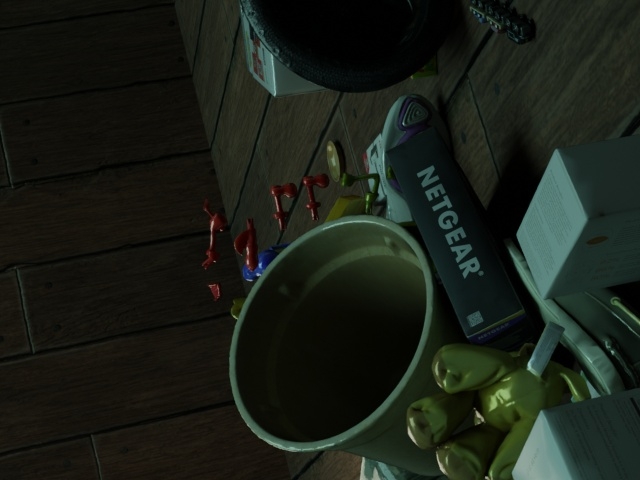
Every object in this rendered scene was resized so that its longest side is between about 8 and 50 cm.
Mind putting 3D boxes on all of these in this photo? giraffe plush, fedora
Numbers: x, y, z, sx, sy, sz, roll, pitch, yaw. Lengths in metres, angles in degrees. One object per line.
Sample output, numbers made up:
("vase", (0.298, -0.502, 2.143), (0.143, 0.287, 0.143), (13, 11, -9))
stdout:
("giraffe plush", (0.214, 0.180, 1.476), (0.181, 0.210, 0.170), (44, -174, 9))
("fedora", (0.031, -0.354, 1.869), (0.152, 0.334, 0.334), (101, 156, -75))

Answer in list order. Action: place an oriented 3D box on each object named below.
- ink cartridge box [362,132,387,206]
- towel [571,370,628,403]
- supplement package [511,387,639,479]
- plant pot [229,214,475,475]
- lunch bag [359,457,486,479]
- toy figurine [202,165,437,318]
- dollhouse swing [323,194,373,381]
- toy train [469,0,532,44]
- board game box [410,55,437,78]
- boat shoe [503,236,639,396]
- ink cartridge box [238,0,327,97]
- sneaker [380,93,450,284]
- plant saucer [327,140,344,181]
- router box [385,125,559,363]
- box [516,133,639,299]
("ink cartridge box", (0.121, -0.123, 2.167), (0.135, 0.056, 0.099), (130, 129, -73))
("towel", (0.355, 0.216, 1.560), (0.152, 0.023, 0.113), (-115, 19, -43))
("supplement package", (0.328, 0.222, 1.207), (0.139, 0.244, 0.134), (97, 158, -54))
("plant pot", (0.098, 0.180, 1.779), (0.305, 0.334, 0.334), (36, -159, -43))
("lunch bag", (0.202, 0.431, 1.993), (0.256, 0.212, 0.305), (52, 155, 28))
("toy figurine", (0.000, 0.000, 1.975), (0.217, 0.362, 0.191), (150, 108, -88))
("dollhouse swing", (0.099, 0.150, 2.173), (0.315, 0.305, 0.347), (31, 158, 35))
("toy train", (0.234, -0.287, 1.658), (0.158, 0.027, 0.036), (-125, 17, -58))
("board game box", (0.129, -0.321, 2.011), (0.181, 0.043, 0.092), (-131, 33, -64))
("boat shoe", (0.306, 0.073, 1.505), (0.109, 0.091, 0.305), (59, -179, -33))
("ink cartridge box", (-0.078, -0.469, 2.544), (0.272, 0.130, 0.310), (-131, 33, -65))
("sneaker", (0.136, -0.083, 2.013), (0.152, 0.114, 0.305), (-138, 39, -66))
("plant saucer", (0.032, -0.161, 2.579), (0.083, 0.015, 0.083), (170, 90, -76))
("router box", (0.207, 0.036, 1.688), (0.243, 0.081, 0.309), (50, -164, -53))
("box", (0.301, -0.025, 1.366), (0.170, 0.130, 0.091), (103, 153, -57))
